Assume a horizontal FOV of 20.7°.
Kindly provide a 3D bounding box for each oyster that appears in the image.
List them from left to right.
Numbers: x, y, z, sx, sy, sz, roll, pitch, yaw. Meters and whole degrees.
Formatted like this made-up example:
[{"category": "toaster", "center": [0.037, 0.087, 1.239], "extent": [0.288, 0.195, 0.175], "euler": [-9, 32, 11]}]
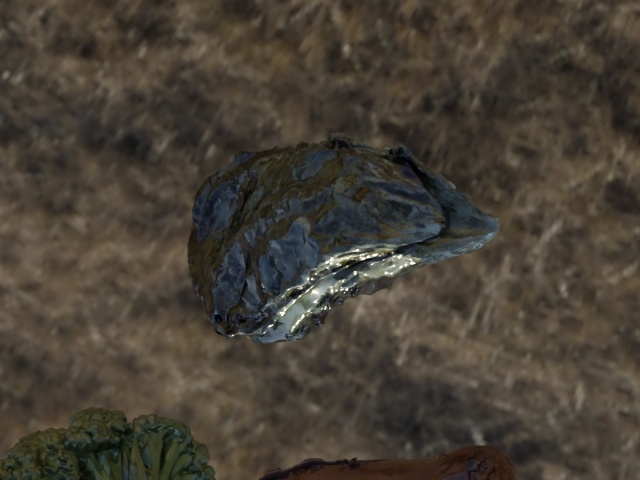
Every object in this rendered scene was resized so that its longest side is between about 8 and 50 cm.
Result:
[{"category": "oyster", "center": [0.002, -0.004, 1.425], "extent": [0.351, 0.158, 0.162], "euler": [-7, 96, 49]}]

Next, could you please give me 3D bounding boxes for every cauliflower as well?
[{"category": "cauliflower", "center": [-0.221, 0.327, 1.798], "extent": [0.281, 0.327, 0.260], "euler": [42, 161, 25]}]

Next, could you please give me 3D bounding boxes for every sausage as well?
[{"category": "sausage", "center": [0.038, 0.217, 1.457], "extent": [0.304, 0.078, 0.078], "euler": [-13, 126, 41]}]
